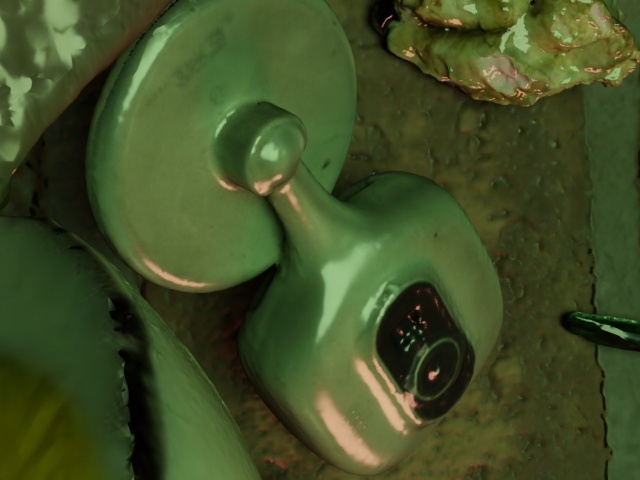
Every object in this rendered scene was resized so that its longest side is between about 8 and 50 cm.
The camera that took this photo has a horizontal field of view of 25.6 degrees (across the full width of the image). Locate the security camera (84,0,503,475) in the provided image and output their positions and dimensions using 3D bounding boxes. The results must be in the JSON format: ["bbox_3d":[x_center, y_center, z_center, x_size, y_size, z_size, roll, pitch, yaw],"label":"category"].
[{"bbox_3d":[0.000,0.000,0.696,0.157,0.080,0.301,-49,137,-14],"label":"security camera"}]

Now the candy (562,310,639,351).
[{"bbox_3d":[0.304,0.070,0.901,0.323,0.097,0.097,7,90,-16],"label":"candy"}]

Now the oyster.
[{"bbox_3d":[0.128,-0.160,0.808,0.191,0.081,0.163,-46,104,-19],"label":"oyster"}]

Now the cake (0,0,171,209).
[{"bbox_3d":[-0.192,-0.140,0.588,0.230,0.237,0.309,44,74,-21],"label":"cake"}]

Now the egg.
[{"bbox_3d":[-0.128,0.176,0.617,0.201,0.337,0.337,33,79,-45],"label":"egg"}]
